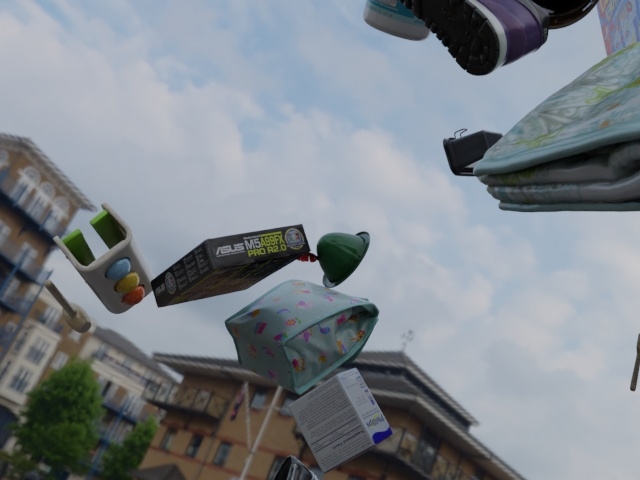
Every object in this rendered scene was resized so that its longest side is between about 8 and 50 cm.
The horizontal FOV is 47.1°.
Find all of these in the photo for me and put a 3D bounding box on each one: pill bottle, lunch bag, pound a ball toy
[{"bbox_3d":[0.186,-0.538,1.435,0.146,0.146,0.264,21,-63,6],"label":"pill bottle"},{"bbox_3d":[-0.032,0.186,1.575,0.223,0.262,0.160,13,-56,47],"label":"lunch bag"},{"bbox_3d":[-0.455,0.087,1.518,0.136,0.208,0.319,45,-18,16],"label":"pound a ball toy"}]

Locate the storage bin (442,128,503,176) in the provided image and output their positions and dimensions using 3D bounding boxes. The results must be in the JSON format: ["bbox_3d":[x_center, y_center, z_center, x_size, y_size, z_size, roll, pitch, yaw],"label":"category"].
[{"bbox_3d":[0.335,-0.197,1.564,0.091,0.098,0.135,-21,-9,34],"label":"storage bin"}]

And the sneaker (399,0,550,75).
[{"bbox_3d":[0.182,-0.339,0.955,0.283,0.124,0.107,58,-24,16],"label":"sneaker"}]

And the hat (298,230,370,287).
[{"bbox_3d":[0.000,0.000,1.777,0.183,0.173,0.208,38,7,-16],"label":"hat"}]

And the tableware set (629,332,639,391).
[{"bbox_3d":[0.492,0.139,1.033,0.039,0.194,0.128,1,-24,45],"label":"tableware set"}]

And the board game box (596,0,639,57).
[{"bbox_3d":[0.609,-0.396,1.361,0.086,0.301,0.308,-8,-13,8],"label":"board game box"}]

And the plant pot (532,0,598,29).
[{"bbox_3d":[0.391,-0.453,1.207,0.167,0.165,0.167,14,-53,19],"label":"plant pot"}]

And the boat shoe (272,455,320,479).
[{"bbox_3d":[-0.106,0.562,1.441,0.105,0.306,0.113,50,-38,-15],"label":"boat shoe"}]

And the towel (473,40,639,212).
[{"bbox_3d":[0.364,-0.147,0.761,0.090,0.320,0.374,57,-15,-12],"label":"towel"}]

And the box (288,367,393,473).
[{"bbox_3d":[0.035,0.318,1.301,0.126,0.137,0.072,-38,-17,28],"label":"box"}]

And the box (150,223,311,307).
[{"bbox_3d":[-0.179,0.051,1.434,0.216,0.060,0.270,-9,-14,-37],"label":"box"}]
